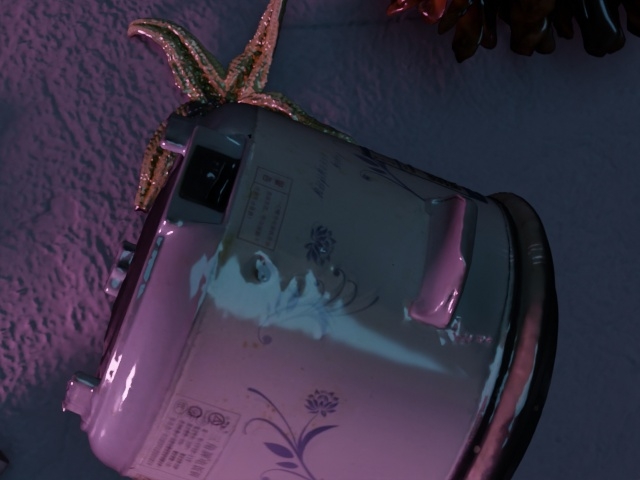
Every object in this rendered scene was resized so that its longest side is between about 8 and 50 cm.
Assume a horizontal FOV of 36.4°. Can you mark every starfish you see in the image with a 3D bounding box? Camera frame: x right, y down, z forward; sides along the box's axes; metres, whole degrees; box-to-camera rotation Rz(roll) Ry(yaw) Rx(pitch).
[{"bbox_3d":[-0.065,-0.101,0.753,0.217,0.050,0.223,28,90,16],"label":"starfish"}]

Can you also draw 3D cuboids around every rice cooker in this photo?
[{"bbox_3d":[0.007,0.062,0.631,0.317,0.316,0.264,19,49,-8],"label":"rice cooker"}]

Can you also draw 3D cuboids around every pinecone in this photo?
[{"bbox_3d":[0.187,-0.244,0.739,0.292,0.246,0.246,8,81,-21],"label":"pinecone"}]

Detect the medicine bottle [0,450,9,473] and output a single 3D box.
[{"bbox_3d":[-0.268,0.173,0.676,0.058,0.058,0.091,40,77,-4],"label":"medicine bottle"}]
